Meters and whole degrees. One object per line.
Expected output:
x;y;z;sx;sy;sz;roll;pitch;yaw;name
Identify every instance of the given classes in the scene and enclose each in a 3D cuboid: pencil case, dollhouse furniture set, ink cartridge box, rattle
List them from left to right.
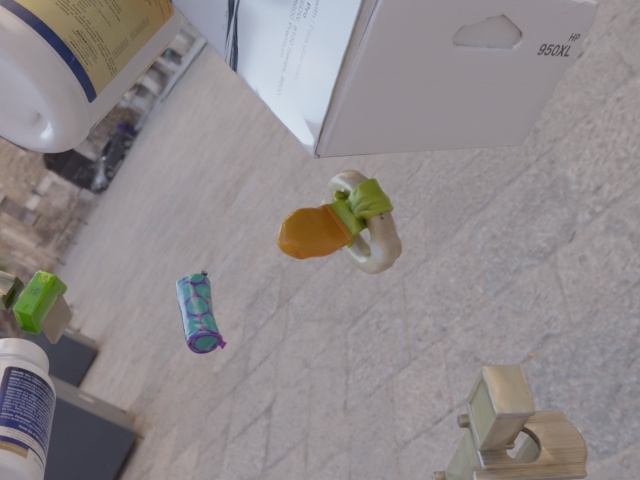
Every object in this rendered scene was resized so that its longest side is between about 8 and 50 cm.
-0.589;0.123;1.093;0.151;0.302;0.197;95;-166;-56;dollhouse furniture set
-0.216;0.128;1.193;0.064;0.070;0.151;-53;39;31;pencil case
0.000;0.000;0.785;0.143;0.130;0.200;-41;16;-18;rattle
0.028;-0.262;0.687;0.395;0.285;0.166;51;135;36;ink cartridge box
0.169;0.212;0.509;0.182;0.101;0.161;98;169;-45;dollhouse furniture set

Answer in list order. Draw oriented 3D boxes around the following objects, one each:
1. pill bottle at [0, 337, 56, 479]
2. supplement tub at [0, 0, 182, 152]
-0.214;0.122;0.443;0.067;0.067;0.120;-52;29;18;pill bottle
-0.323;-0.295;0.870;0.228;0.228;0.316;-30;26;55;supplement tub
